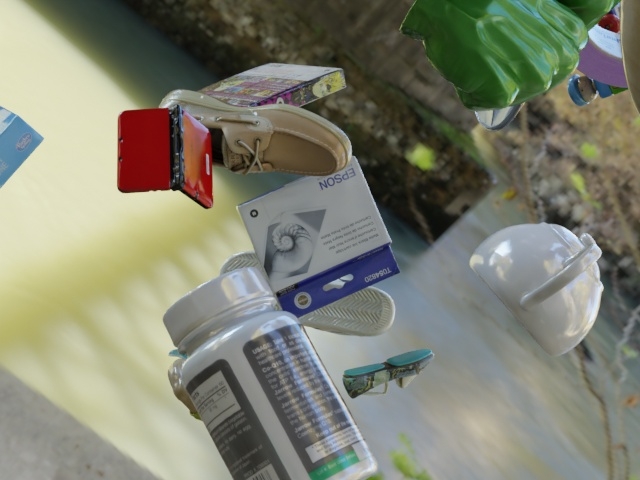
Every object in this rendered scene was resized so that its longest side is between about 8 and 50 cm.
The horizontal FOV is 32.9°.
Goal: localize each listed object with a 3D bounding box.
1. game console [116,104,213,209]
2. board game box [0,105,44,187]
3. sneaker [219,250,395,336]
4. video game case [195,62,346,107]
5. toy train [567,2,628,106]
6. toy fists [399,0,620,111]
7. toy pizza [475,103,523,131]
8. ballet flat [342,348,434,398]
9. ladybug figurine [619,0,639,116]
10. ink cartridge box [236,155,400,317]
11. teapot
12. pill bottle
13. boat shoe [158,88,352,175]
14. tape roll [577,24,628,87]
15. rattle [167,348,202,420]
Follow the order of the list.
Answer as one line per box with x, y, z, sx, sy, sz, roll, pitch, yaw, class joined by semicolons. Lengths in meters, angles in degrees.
-0.224;-0.117;1.574;0.124;0.085;0.144;38;40;-51;game console
-0.636;-0.138;1.936;0.064;0.242;0.316;45;-11;-31;board game box
-0.028;0.116;2.132;0.350;0.131;0.148;18;-6;3;sneaker
-0.104;-0.269;1.961;0.232;0.210;0.041;15;-55;51;video game case
0.472;-0.364;1.893;0.105;0.143;0.248;-29;97;-51;toy train
0.187;-0.219;0.975;0.142;0.096;0.279;37;54;3;toy fists
0.295;-0.269;1.701;0.032;0.201;0.201;8;31;-17;toy pizza
0.131;0.258;2.066;0.070;0.188;0.070;167;-90;-76;ballet flat
0.467;-0.303;1.174;0.305;0.449;0.162;20;-7;-40;ladybug figurine
0.000;0.000;1.841;0.045;0.223;0.224;-136;-159;-82;ink cartridge box
0.388;0.058;1.826;0.252;0.187;0.256;44;8;-41;teapot
-0.083;0.234;1.634;0.361;0.204;0.204;61;21;13;pill bottle
-0.120;-0.152;1.751;0.341;0.121;0.110;12;45;18;boat shoe
0.467;-0.363;1.575;0.275;0.275;0.090;37;33;-21;tape roll
-0.191;0.215;1.887;0.130;0.142;0.199;30;16;-12;rattle
